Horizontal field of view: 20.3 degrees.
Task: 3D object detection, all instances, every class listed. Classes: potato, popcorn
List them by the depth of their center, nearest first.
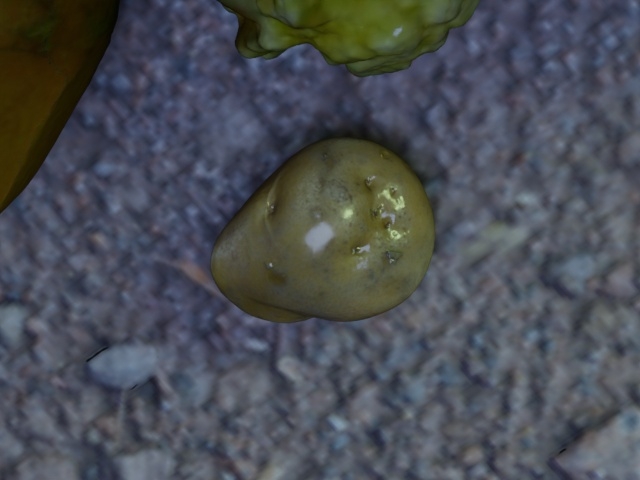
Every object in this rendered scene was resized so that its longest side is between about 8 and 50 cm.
[{"bbox_3d":[-0.001,-0.103,0.588,0.121,0.116,0.106,13,132,2],"label":"popcorn"},{"bbox_3d":[0.000,0.000,0.666,0.083,0.062,0.068,-22,94,39],"label":"potato"}]

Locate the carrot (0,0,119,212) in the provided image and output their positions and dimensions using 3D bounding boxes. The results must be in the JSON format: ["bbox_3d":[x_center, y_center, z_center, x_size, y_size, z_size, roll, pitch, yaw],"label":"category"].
[{"bbox_3d":[-0.110,-0.154,0.584,0.114,0.114,0.301,14,113,2],"label":"carrot"}]
